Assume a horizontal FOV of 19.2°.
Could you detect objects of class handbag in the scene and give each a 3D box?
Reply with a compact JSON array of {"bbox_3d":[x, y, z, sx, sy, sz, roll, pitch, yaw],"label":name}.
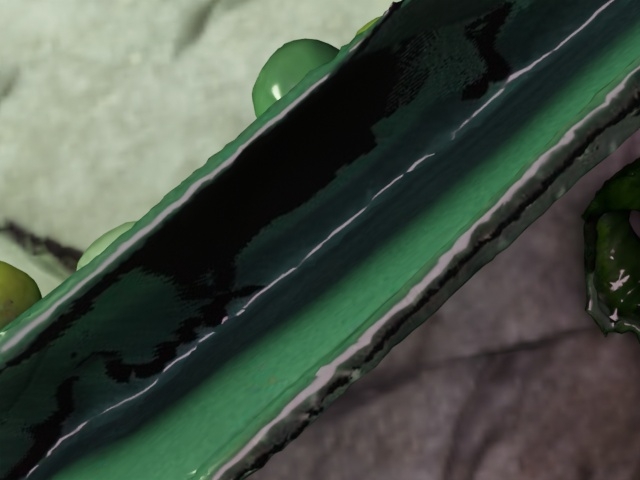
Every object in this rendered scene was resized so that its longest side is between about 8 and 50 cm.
[{"bbox_3d":[-0.003,-0.004,0.604,0.268,0.274,0.100,-42,88,-2],"label":"handbag"}]

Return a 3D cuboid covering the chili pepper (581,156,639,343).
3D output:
[{"bbox_3d":[0.195,-0.029,0.712,0.216,0.062,0.108,-42,87,-6],"label":"chili pepper"}]
